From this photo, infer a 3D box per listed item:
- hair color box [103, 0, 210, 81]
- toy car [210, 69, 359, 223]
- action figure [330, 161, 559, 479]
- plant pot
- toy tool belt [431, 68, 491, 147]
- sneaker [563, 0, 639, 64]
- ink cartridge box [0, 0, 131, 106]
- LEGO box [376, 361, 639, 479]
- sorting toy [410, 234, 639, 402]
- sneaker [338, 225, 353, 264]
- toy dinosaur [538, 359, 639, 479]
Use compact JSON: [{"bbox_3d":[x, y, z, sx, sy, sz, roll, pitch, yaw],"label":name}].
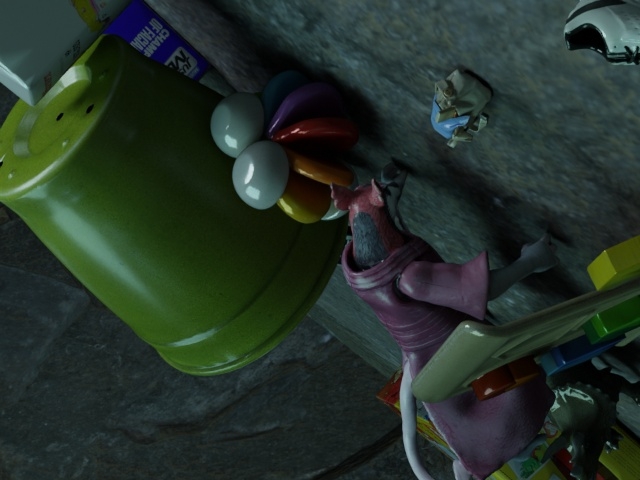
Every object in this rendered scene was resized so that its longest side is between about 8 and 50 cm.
[{"bbox_3d":[-0.335,-0.324,1.197,0.338,0.110,0.185,40,169,-15],"label":"hair color box"},{"bbox_3d":[-0.023,-0.116,0.915,0.159,0.136,0.182,7,-133,-44],"label":"toy car"},{"bbox_3d":[0.104,0.077,0.896,0.370,0.276,0.248,49,167,-29],"label":"action figure"},{"bbox_3d":[-0.213,-0.065,1.044,0.353,0.367,0.366,40,171,-40],"label":"plant pot"},{"bbox_3d":[0.114,-0.107,0.697,0.052,0.051,0.083,36,170,17],"label":"toy tool belt"},{"bbox_3d":[0.187,-0.111,0.452,0.109,0.044,0.040,29,164,37],"label":"sneaker"},{"bbox_3d":[-0.294,-0.286,0.851,0.168,0.233,0.171,42,170,-15],"label":"ink cartridge box"},{"bbox_3d":[0.386,0.379,1.427,0.500,0.193,0.372,41,170,-7],"label":"LEGO box"},{"bbox_3d":[0.213,0.070,0.663,0.307,0.228,0.041,105,149,-65],"label":"sorting toy"},{"bbox_3d":[0.016,-0.004,1.283,0.216,0.079,0.121,9,175,-18],"label":"sneaker"},{"bbox_3d":[0.307,0.171,1.023,0.160,0.121,0.314,30,-163,-28],"label":"toy dinosaur"}]
